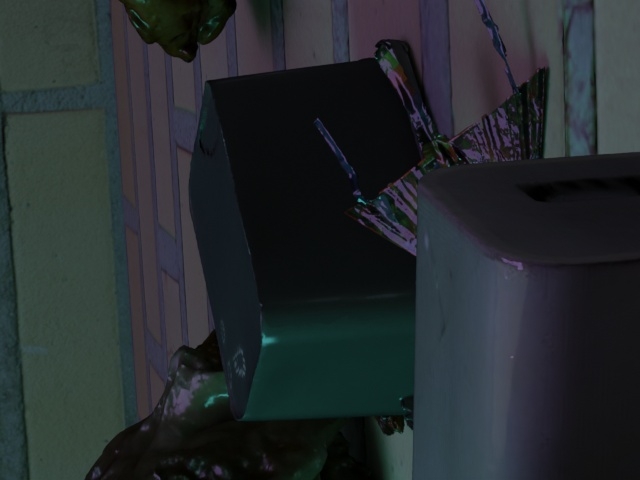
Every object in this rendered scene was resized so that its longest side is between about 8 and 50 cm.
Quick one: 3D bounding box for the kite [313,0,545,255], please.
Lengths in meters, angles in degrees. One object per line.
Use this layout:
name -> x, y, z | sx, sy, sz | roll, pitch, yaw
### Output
kite -> 0.067, -0.036, 0.825 | 0.183, 0.010, 0.160 | -37, 77, 49

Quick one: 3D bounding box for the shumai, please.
shumai -> -0.068, 0.165, 1.168 | 0.255, 0.189, 0.218 | 7, 83, 39

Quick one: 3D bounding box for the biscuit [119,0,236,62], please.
biscuit -> -0.141, -0.318, 1.363 | 0.334, 0.081, 0.289 | -86, -25, -50

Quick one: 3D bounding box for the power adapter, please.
power adapter -> 0.105, 0.081, 0.573 | 0.125, 0.130, 0.205 | -128, 37, -67

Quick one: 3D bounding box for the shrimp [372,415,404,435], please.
shrimp -> 0.041, 0.111, 1.094 | 0.108, 0.023, 0.059 | -112, 12, -51

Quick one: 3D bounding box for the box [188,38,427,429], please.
box -> 0.000, 0.000, 0.976 | 0.163, 0.135, 0.243 | 106, 156, -54
